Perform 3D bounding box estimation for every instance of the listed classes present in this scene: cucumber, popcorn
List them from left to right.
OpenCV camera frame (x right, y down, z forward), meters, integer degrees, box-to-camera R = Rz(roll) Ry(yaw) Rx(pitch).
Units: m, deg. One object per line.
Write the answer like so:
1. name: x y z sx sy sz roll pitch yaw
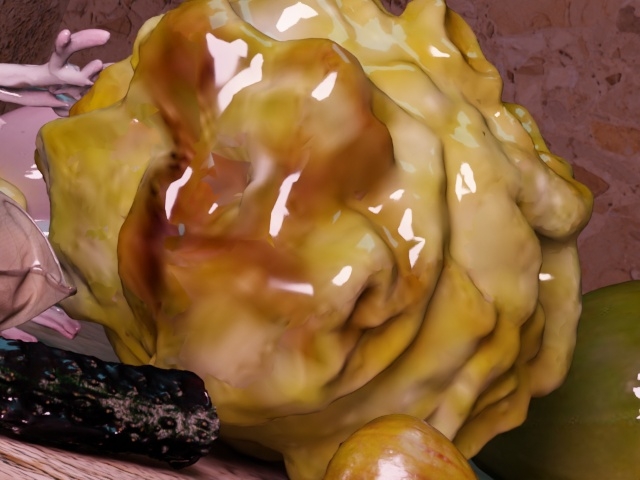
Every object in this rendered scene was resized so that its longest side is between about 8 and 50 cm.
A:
1. cucumber: -0.115 0.077 0.919 0.181 0.053 0.053 18 3 -45
2. popcorn: 0.007 -0.007 1.121 0.312 0.312 0.312 21 1 0

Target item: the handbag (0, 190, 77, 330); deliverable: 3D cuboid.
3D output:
1. handbag: -0.271 -0.017 1.051 0.182 0.117 0.270 10 8 -42

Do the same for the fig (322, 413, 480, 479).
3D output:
1. fig: 0.048 0.123 0.884 0.098 0.082 0.084 12 -40 25

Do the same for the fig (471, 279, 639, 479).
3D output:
1. fig: 0.231 0.122 1.418 0.230 0.207 0.207 22 1 21

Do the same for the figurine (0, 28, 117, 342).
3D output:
1. figurine: -0.234 -0.048 1.337 0.284 0.206 0.316 10 2 19
